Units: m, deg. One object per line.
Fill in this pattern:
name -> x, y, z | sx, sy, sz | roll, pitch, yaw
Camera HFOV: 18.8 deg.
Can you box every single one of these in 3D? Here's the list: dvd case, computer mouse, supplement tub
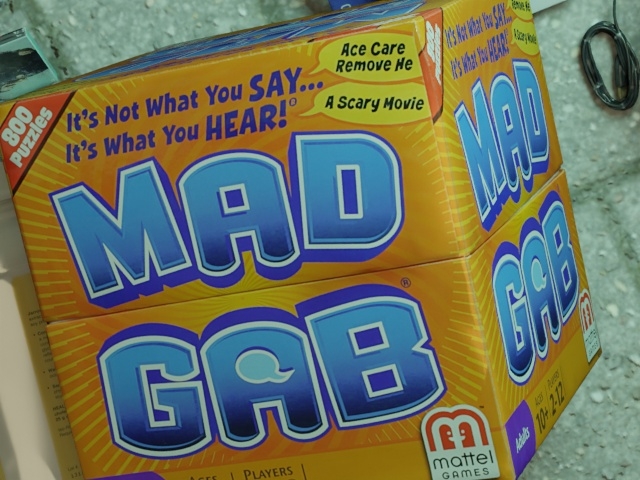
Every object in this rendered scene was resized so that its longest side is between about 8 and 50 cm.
dvd case -> -0.311, -0.151, 1.779 | 0.119, 0.087, 0.013 | -19, 62, 4
computer mouse -> 0.278, -0.240, 1.783 | 0.071, 0.041, 0.242 | 6, 107, 16
supplement tub -> -0.275, 0.087, 1.736 | 0.241, 0.241, 0.331 | -13, 99, 2

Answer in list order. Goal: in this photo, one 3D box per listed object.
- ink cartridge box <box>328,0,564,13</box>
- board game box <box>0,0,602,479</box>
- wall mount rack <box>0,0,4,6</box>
ink cartridge box -> 0.102, -0.269, 1.716 | 0.224, 0.045, 0.223 | -22, 133, 5
board game box -> 0.000, 0.000, 1.615 | 0.356, 0.356, 0.356 | -9, 100, 21
wall mount rack -> -0.427, -0.322, 1.701 | 0.304, 0.130, 0.350 | 3, 92, -7
